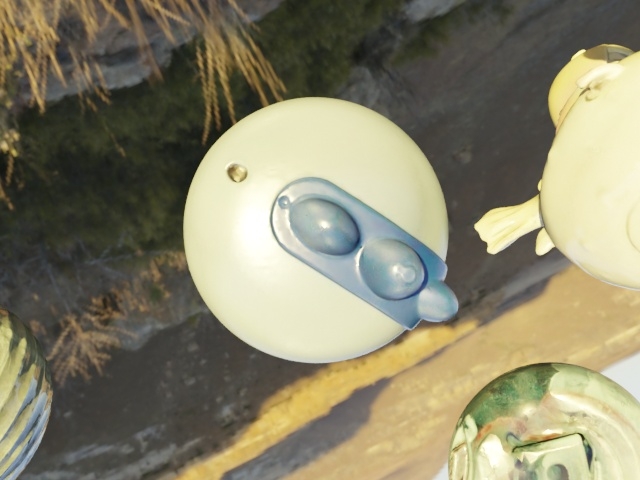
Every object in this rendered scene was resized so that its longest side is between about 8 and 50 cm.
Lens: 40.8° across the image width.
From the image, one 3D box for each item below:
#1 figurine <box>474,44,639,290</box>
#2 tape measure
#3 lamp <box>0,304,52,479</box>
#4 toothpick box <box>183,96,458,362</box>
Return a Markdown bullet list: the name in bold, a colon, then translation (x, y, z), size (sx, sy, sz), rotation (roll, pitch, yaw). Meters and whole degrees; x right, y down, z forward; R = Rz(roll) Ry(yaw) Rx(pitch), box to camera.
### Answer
- **figurine**: translation (0.266, -0.090, 0.813), size (0.274, 0.227, 0.394), rotation (-28, -160, 21)
- **tape measure**: translation (0.283, 0.284, 1.024), size (0.256, 0.275, 0.147), rotation (-18, 175, 9)
- **lamp**: translation (-0.376, 0.145, 0.775), size (0.265, 0.233, 0.233), rotation (-4, -175, 43)
- **toothpick box**: translation (0.000, 0.000, 0.817), size (0.263, 0.263, 0.354), rotation (-25, 180, -6)
